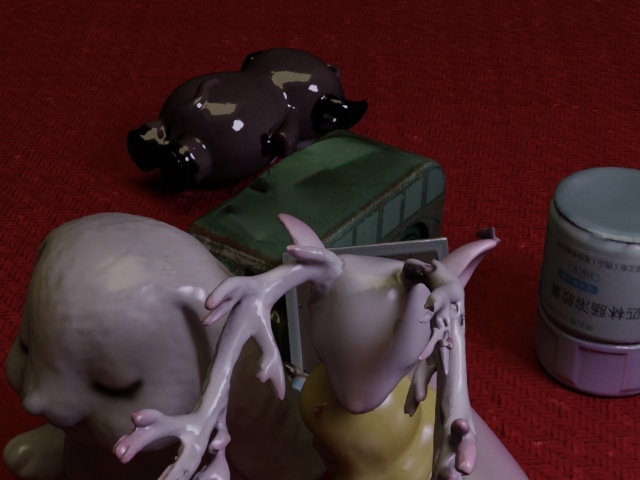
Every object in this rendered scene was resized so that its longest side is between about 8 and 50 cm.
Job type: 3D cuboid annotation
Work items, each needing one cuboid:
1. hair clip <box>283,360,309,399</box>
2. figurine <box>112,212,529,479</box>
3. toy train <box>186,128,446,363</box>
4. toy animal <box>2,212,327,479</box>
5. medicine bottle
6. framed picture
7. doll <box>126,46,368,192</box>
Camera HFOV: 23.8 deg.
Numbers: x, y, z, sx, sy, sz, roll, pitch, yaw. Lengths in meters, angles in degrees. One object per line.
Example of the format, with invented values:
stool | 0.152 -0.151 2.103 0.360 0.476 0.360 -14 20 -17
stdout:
hair clip | 0.042 0.169 1.202 0.214 0.062 0.056 30 26 6
figurine | 0.044 0.119 0.976 0.206 0.315 0.284 -8 41 23
toy train | 0.000 0.000 1.403 0.129 0.159 0.326 23 37 26
toy animal | -0.132 0.090 1.120 0.272 0.265 0.206 23 57 32
medicine bottle | 0.260 0.038 1.344 0.135 0.168 0.135 1 33 -1
framed picture | 0.044 0.094 1.256 0.142 0.183 0.011 -6 2 -11
doll | -0.076 -0.133 1.643 0.257 0.117 0.182 -26 43 -36
